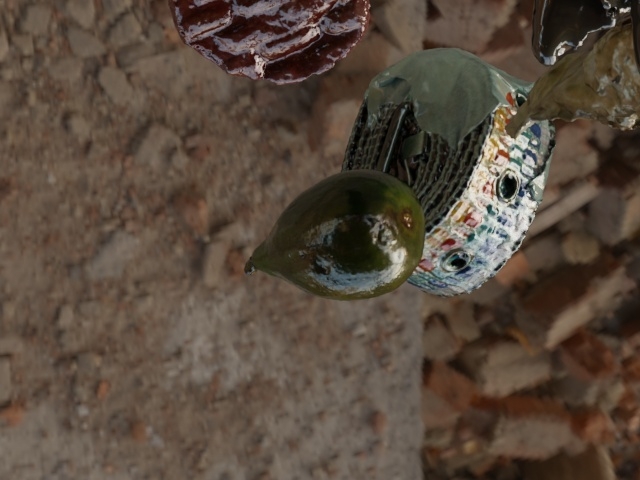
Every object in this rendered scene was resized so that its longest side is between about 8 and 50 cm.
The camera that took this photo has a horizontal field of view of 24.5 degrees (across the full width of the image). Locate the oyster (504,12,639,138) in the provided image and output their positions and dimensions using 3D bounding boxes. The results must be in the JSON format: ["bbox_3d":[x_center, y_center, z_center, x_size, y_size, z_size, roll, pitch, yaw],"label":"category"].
[{"bbox_3d":[0.224,-0.104,1.003,0.162,0.233,0.107,-3,94,-7],"label":"oyster"}]

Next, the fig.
[{"bbox_3d":[0.000,0.000,1.263,0.178,0.117,0.117,-8,131,27],"label":"fig"}]

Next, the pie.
[{"bbox_3d":[-0.039,-0.181,1.084,0.154,0.038,0.153,-3,130,-3],"label":"pie"}]

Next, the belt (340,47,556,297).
[{"bbox_3d":[0.131,-0.078,1.559,0.150,0.207,0.257,28,74,-39],"label":"belt"}]

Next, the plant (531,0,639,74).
[{"bbox_3d":[0.202,-0.210,0.779,0.182,0.320,0.194,7,130,4],"label":"plant"}]
